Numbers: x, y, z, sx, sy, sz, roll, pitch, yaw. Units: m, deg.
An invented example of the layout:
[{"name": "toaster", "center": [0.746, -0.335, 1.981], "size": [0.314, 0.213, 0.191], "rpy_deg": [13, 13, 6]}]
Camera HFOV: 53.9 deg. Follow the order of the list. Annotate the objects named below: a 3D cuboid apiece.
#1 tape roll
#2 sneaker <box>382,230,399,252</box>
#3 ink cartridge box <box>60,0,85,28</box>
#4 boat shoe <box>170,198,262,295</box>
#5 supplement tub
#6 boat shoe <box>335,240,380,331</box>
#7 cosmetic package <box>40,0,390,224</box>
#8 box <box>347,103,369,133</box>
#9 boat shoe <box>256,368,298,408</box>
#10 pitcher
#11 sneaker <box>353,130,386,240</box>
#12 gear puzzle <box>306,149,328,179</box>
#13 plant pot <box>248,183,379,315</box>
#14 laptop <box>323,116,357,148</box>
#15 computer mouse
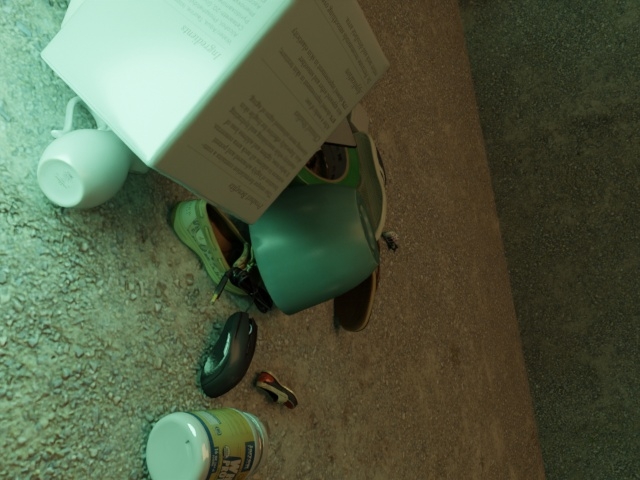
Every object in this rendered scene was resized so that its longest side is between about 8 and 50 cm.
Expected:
[{"name": "tape roll", "center": [-0.033, -0.240, 1.621], "size": [0.321, 0.077, 0.321], "rpy_deg": [29, 47, -36]}, {"name": "sneaker", "center": [0.240, 0.006, 2.101], "size": [0.098, 0.038, 0.069], "rpy_deg": [13, 70, -56]}, {"name": "ink cartridge box", "center": [-0.286, -0.425, 1.215], "size": [0.353, 0.119, 0.207], "rpy_deg": [-2, 127, -58]}, {"name": "boat shoe", "center": [-0.200, 0.021, 1.340], "size": [0.285, 0.089, 0.104], "rpy_deg": [50, 41, -40]}, {"name": "supplement tub", "center": [-0.204, 0.388, 1.170], "size": [0.200, 0.144, 0.144], "rpy_deg": [16, 68, -55]}, {"name": "boat shoe", "center": [0.126, 0.115, 1.815], "size": [0.123, 0.123, 0.342], "rpy_deg": [41, 42, -44]}, {"name": "cosmetic package", "center": [-0.159, -0.302, 1.059], "size": [0.327, 0.393, 0.329], "rpy_deg": [42, 2, 24]}, {"name": "box", "center": [0.087, -0.359, 1.917], "size": [0.102, 0.087, 0.101], "rpy_deg": [42, 47, -45]}, {"name": "boat shoe", "center": [-0.100, 0.350, 1.443], "size": [0.137, 0.049, 0.043], "rpy_deg": [53, 43, -32]}, {"name": "pitcher", "center": [-0.397, -0.153, 1.067], "size": [0.178, 0.125, 0.207], "rpy_deg": [49, 28, -11]}, {"name": "sneaker", "center": [0.143, -0.139, 1.844], "size": [0.148, 0.131, 0.350], "rpy_deg": [40, 46, -61]}, {"name": "gear puzzle", "center": [0.002, -0.150, 1.763], "size": [0.339, 0.044, 0.175], "rpy_deg": [56, 33, -34]}, {"name": "plant pot", "center": [0.000, 0.000, 1.448], "size": [0.293, 0.235, 0.293], "rpy_deg": [-17, 90, -78]}, {"name": "laptop", "center": [-0.043, -0.457, 1.495], "size": [0.408, 0.236, 0.382], "rpy_deg": [0, 64, -43]}, {"name": "computer mouse", "center": [-0.178, 0.186, 1.293], "size": [0.262, 0.060, 0.184], "rpy_deg": [-63, 142, -28]}]
